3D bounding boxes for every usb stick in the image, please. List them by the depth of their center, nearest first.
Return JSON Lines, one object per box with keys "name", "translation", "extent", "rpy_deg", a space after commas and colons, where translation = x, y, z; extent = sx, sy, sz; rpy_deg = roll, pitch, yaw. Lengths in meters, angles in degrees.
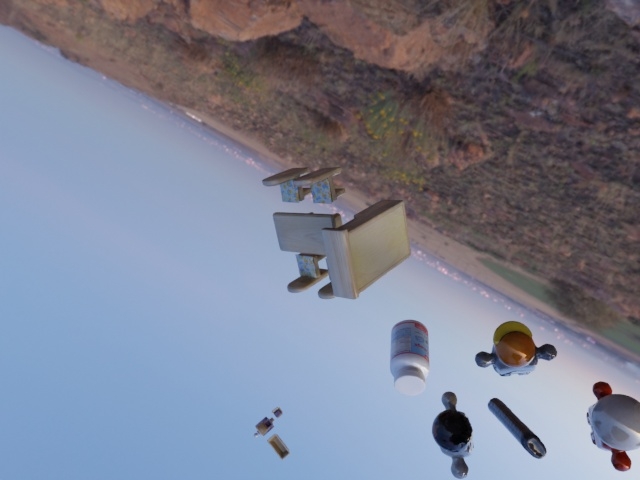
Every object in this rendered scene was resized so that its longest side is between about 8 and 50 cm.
{"name": "usb stick", "translation": [0.505, 0.482, 1.368], "extent": [0.077, 0.045, 0.278], "rpy_deg": [52, -179, -1]}

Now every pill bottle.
{"name": "pill bottle", "translation": [0.199, 0.260, 1.173], "extent": [0.087, 0.087, 0.160], "rpy_deg": [29, -144, -13]}

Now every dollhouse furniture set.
{"name": "dollhouse furniture set", "translation": [0.000, 0.000, 0.875], "extent": [0.242, 0.212, 0.161], "rpy_deg": [5, -156, 41]}
{"name": "dollhouse furniture set", "translation": [-0.115, 0.507, 1.354], "extent": [0.114, 0.091, 0.081], "rpy_deg": [49, -170, 10]}

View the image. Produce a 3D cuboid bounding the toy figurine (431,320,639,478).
{"name": "toy figurine", "translation": [0.255, 0.230, 0.641], "extent": [0.209, 0.213, 0.148], "rpy_deg": [40, 175, 28]}
